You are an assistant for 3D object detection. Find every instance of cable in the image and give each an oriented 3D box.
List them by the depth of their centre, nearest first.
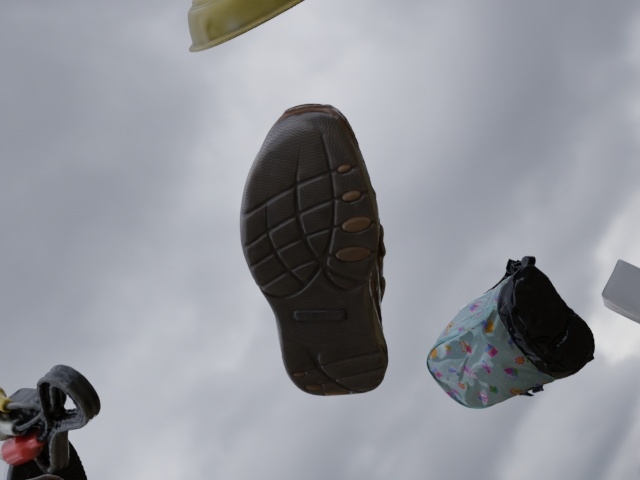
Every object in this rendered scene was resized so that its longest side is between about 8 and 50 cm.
[{"bbox_3d":[-0.297,0.198,1.582,0.072,0.139,0.287,-37,13,-26],"label":"cable"}]

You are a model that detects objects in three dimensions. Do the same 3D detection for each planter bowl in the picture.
[{"bbox_3d":[-0.049,-0.264,1.374,0.217,0.090,0.217,-29,15,9],"label":"planter bowl"}]

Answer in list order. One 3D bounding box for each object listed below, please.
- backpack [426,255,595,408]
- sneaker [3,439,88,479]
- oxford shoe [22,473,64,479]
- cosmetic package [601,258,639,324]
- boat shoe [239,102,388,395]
[{"bbox_3d":[0.210,0.118,1.760,0.115,0.152,0.182,-38,4,-40],"label":"backpack"},{"bbox_3d":[-0.348,0.338,1.807,0.124,0.178,0.295,-13,-69,-32],"label":"sneaker"},{"bbox_3d":[-0.250,0.250,0.834,0.133,0.130,0.363,-39,13,31],"label":"oxford shoe"},{"bbox_3d":[0.489,0.107,1.979,0.060,0.239,0.099,-62,-17,-6],"label":"cosmetic package"},{"bbox_3d":[0.000,0.000,1.337,0.116,0.123,0.324,-82,-8,-45],"label":"boat shoe"}]
